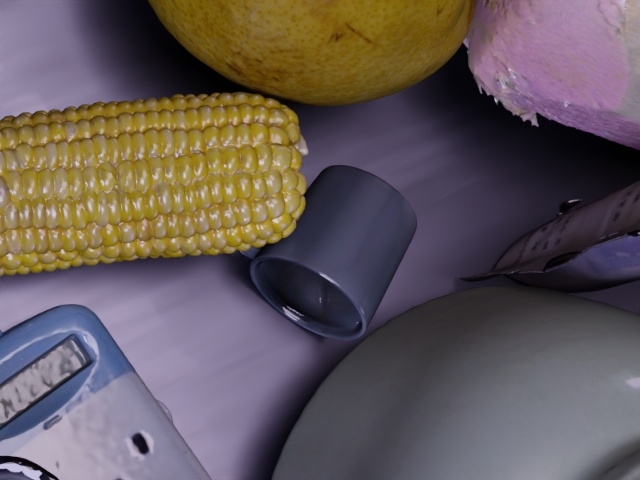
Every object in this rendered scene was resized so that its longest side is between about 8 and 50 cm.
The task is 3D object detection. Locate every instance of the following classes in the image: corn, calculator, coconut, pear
[{"bbox_3d":[-0.129,-0.031,1.085,0.244,0.093,0.093,-5,82,-14],"label":"corn"},{"bbox_3d":[-0.132,0.132,1.090,0.121,0.039,0.210,-35,94,-25],"label":"calculator"},{"bbox_3d":[0.221,-0.164,1.203,0.245,0.233,0.233,10,76,-20],"label":"coconut"},{"bbox_3d":[-0.008,-0.181,1.117,0.209,0.209,0.209,4,78,-22],"label":"pear"}]

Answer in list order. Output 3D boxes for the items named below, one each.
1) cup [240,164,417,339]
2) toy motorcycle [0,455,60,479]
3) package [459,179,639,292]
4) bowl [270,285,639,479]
[{"bbox_3d":[0.000,0.000,1.156,0.100,0.078,0.077,28,64,8],"label":"cup"},{"bbox_3d":[-0.172,0.245,0.994,0.205,0.127,0.275,19,88,-2],"label":"toy motorcycle"},{"bbox_3d":[0.236,-0.017,1.183,0.251,0.204,0.062,-10,85,-25],"label":"package"},{"bbox_3d":[0.157,0.197,1.098,0.354,0.185,0.354,2,86,-26],"label":"bowl"}]
